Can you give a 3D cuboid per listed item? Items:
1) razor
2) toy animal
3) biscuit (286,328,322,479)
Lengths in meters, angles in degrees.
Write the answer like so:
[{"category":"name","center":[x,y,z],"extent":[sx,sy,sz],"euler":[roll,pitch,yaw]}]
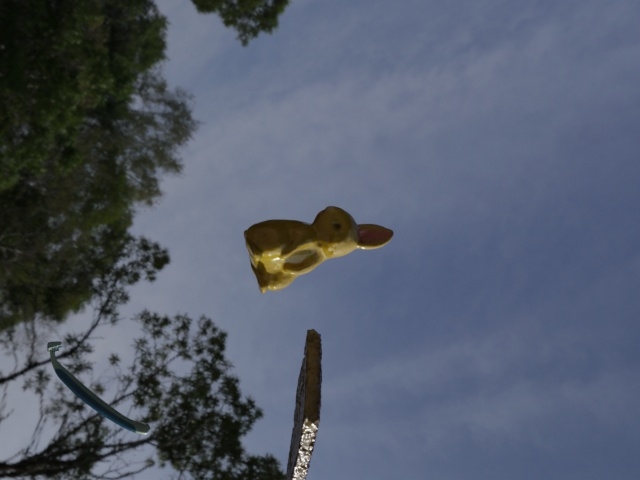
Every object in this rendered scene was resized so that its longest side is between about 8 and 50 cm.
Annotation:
[{"category":"razor","center":[-0.323,0.219,0.868],"extent":[0.037,0.191,0.068],"euler":[-48,-172,-26]},{"category":"toy animal","center":[-0.001,-0.003,0.659],"extent":[0.159,0.070,0.083],"euler":[-14,-144,-7]},{"category":"biscuit","center":[-0.021,0.234,0.789],"extent":[0.026,0.237,0.131],"euler":[7,-135,-3]}]
